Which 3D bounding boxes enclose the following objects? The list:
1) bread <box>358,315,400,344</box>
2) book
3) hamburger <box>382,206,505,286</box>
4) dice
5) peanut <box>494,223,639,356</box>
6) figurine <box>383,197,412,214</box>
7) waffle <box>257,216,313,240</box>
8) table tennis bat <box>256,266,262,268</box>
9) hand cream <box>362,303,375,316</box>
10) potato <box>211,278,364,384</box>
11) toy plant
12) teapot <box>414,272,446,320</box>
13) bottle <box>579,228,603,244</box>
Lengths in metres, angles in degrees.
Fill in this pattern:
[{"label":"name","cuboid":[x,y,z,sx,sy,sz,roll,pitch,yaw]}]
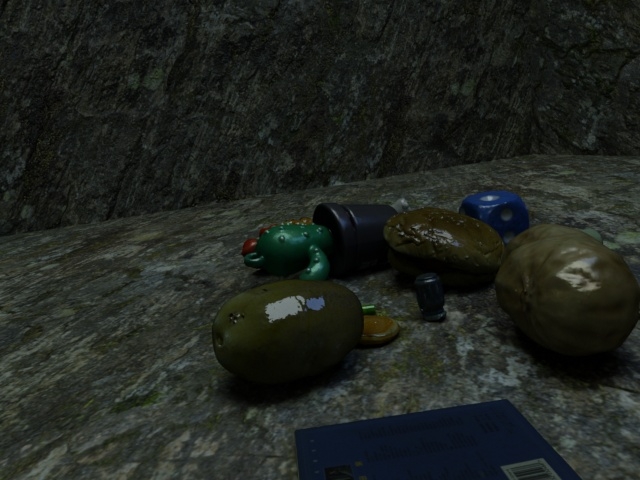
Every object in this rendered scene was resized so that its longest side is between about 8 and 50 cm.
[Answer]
[{"label":"bread","cuboid":[0.086,0.157,0.913,0.110,0.024,0.110,-6,13,1]},{"label":"book","cuboid":[0.110,0.239,0.542,0.269,0.025,0.191,-7,12,-4]},{"label":"hamburger","cuboid":[0.284,0.004,1.182,0.266,0.134,0.285,13,22,34]},{"label":"dice","cuboid":[0.459,-0.049,1.373,0.143,0.146,0.146,-10,14,-10]},{"label":"peanut","cuboid":[0.386,0.069,0.849,0.192,0.169,0.387,-7,8,16]},{"label":"figurine","cuboid":[0.252,-0.079,1.817,0.146,0.081,0.098,-33,-32,11]},{"label":"waffle","cuboid":[-0.045,-0.028,1.703,0.325,0.068,0.302,-4,12,14]},{"label":"table tennis bat","cuboid":[-0.129,0.091,1.357,0.108,0.119,0.170,-29,-18,18]},{"label":"hand cream","cuboid":[0.045,0.142,1.001,0.122,0.023,0.036,-8,24,-1]},{"label":"potato","cuboid":[-0.038,0.132,0.797,0.251,0.159,0.174,-3,34,-28]},{"label":"toy plant","cuboid":[0.005,0.010,1.271,0.400,0.185,0.279,-8,54,-23]},{"label":"teapot","cuboid":[0.198,0.105,0.961,0.064,0.083,0.049,-7,8,37]},{"label":"bottle","cuboid":[0.540,0.022,1.188,0.202,0.072,0.072,-8,13,-12]}]
